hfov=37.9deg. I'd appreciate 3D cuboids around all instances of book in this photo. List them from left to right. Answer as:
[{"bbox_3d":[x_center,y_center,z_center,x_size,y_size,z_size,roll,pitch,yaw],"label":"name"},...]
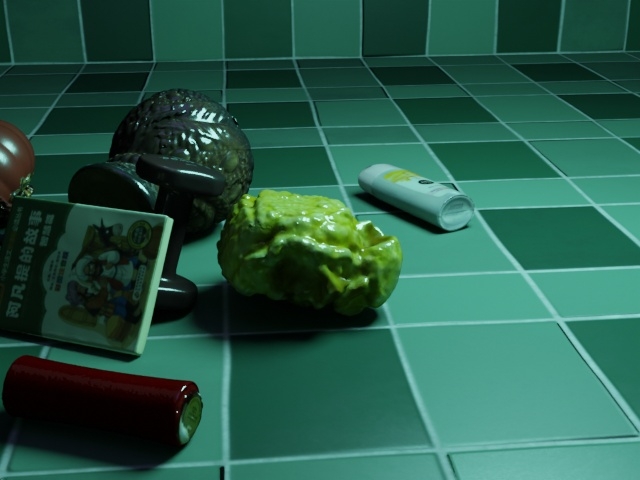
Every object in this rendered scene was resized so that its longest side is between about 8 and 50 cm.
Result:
[{"bbox_3d":[-0.354,0.047,1.354,0.264,0.202,0.027,8,-9,20],"label":"book"}]

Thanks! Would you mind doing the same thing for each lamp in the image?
[{"bbox_3d":[-0.642,-0.122,1.770,0.226,0.227,0.227,0,21,0],"label":"lamp"}]

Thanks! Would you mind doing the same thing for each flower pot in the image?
[{"bbox_3d":[-0.292,-0.104,1.657,0.266,0.267,0.267,11,34,25],"label":"flower pot"}]

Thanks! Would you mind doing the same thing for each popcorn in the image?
[{"bbox_3d":[-0.038,0.020,1.414,0.286,0.174,0.225,21,18,36],"label":"popcorn"}]

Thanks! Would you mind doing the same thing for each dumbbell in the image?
[{"bbox_3d":[-0.234,-0.014,1.421,0.140,0.226,0.124,11,10,-34],"label":"dumbbell"}]

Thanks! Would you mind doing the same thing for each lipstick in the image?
[{"bbox_3d":[-0.263,0.191,1.121,0.241,0.080,0.080,7,23,16],"label":"lipstick"}]

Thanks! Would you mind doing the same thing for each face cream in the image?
[{"bbox_3d":[0.186,-0.090,1.846,0.107,0.073,0.269,-4,19,-31],"label":"face cream"}]

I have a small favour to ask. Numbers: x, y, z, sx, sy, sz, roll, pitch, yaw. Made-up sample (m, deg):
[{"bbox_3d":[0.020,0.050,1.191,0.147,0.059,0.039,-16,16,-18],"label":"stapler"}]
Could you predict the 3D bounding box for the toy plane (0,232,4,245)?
[{"bbox_3d":[-0.474,0.035,1.505,0.381,0.107,0.155,1,15,4],"label":"toy plane"}]
